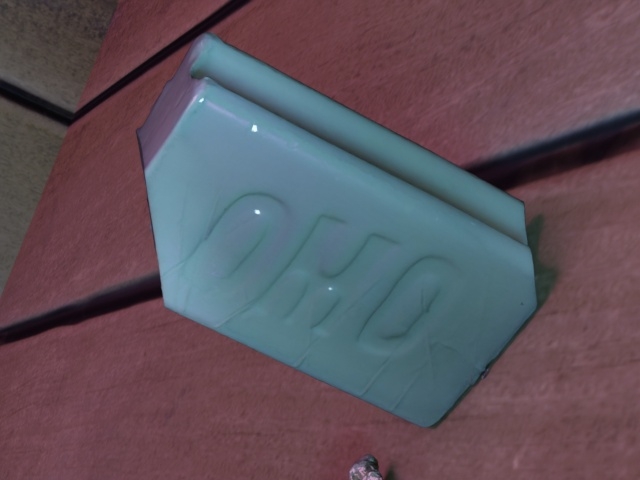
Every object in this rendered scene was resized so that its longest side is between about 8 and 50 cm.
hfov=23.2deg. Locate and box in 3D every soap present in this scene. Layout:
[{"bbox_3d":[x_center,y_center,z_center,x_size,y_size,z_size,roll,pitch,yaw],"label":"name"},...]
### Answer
[{"bbox_3d":[0.000,0.000,1.095,0.173,0.290,0.095,-53,22,27],"label":"soap"}]

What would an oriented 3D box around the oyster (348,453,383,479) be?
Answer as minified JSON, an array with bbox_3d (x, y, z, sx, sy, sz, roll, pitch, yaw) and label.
[{"bbox_3d":[0.031,0.213,1.132,0.098,0.037,0.100,-64,21,2],"label":"oyster"}]
